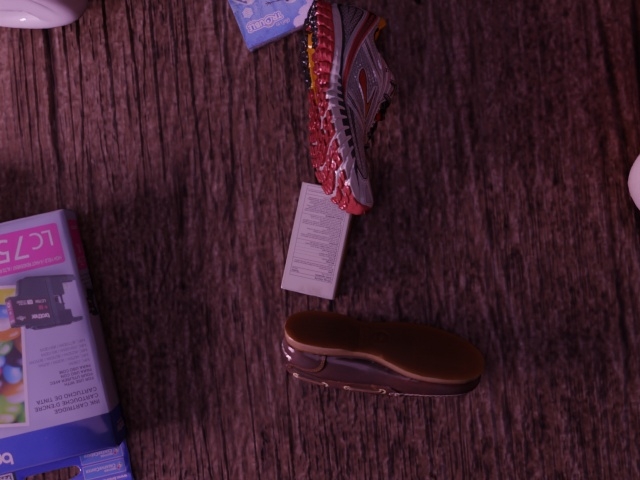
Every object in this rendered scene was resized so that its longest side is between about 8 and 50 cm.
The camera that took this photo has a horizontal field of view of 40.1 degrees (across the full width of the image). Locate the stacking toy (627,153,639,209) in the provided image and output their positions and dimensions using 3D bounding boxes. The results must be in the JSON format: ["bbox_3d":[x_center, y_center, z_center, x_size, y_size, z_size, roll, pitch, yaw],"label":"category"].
[{"bbox_3d":[0.415,-0.261,0.780,0.351,0.350,0.479,-9,70,8],"label":"stacking toy"}]

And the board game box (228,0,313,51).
[{"bbox_3d":[-0.052,-0.262,0.940,0.090,0.020,0.090,-23,88,7],"label":"board game box"}]

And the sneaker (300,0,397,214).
[{"bbox_3d":[0.038,-0.137,0.881,0.093,0.088,0.225,-1,78,-14],"label":"sneaker"}]

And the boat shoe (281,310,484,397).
[{"bbox_3d":[0.062,0.125,0.905,0.207,0.073,0.073,12,129,11],"label":"boat shoe"}]

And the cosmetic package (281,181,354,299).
[{"bbox_3d":[0.000,0.000,0.922,0.060,0.041,0.115,13,92,7],"label":"cosmetic package"}]

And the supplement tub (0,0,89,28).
[{"bbox_3d":[-0.335,-0.396,0.871,0.235,0.235,0.324,6,91,8],"label":"supplement tub"}]

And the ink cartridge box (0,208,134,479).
[{"bbox_3d":[-0.323,0.136,0.937,0.186,0.065,0.311,-13,94,-3],"label":"ink cartridge box"}]
